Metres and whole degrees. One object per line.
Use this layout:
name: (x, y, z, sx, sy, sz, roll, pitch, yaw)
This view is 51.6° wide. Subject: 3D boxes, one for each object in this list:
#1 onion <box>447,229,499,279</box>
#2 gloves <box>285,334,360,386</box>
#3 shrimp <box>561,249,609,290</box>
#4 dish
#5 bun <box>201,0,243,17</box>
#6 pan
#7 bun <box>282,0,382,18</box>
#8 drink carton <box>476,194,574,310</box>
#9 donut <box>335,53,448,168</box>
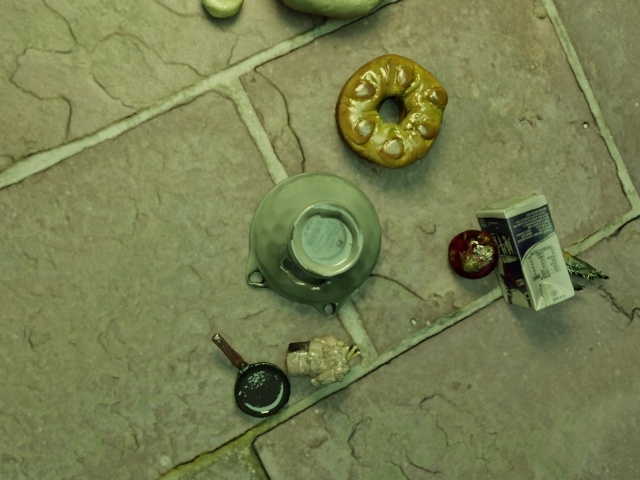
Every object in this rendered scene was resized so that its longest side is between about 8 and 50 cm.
onion: (0.322, 0.028, 1.386, 0.107, 0.097, 0.107, 5, 101, 26)
gloves: (0.000, 0.243, 1.322, 0.145, 0.110, 0.094, 8, 99, 17)
shrimp: (0.556, 0.075, 1.456, 0.161, 0.034, 0.091, 19, 72, -10)
dish: (0.000, 0.000, 1.302, 0.303, 0.120, 0.302, 0, 91, -12)
bun: (-0.193, -0.469, 1.281, 0.086, 0.055, 0.086, 3, 80, -21)
pan: (-0.148, 0.263, 1.318, 0.115, 0.040, 0.212, -40, 106, -7)
bun: (0.020, -0.560, 1.266, 0.273, 0.168, 0.272, -5, 107, -16)
drink carton: (0.427, 0.025, 1.382, 0.102, 0.134, 0.222, -21, 96, -13)
donut: (0.138, -0.256, 1.324, 0.227, 0.114, 0.226, 0, 92, -11)
